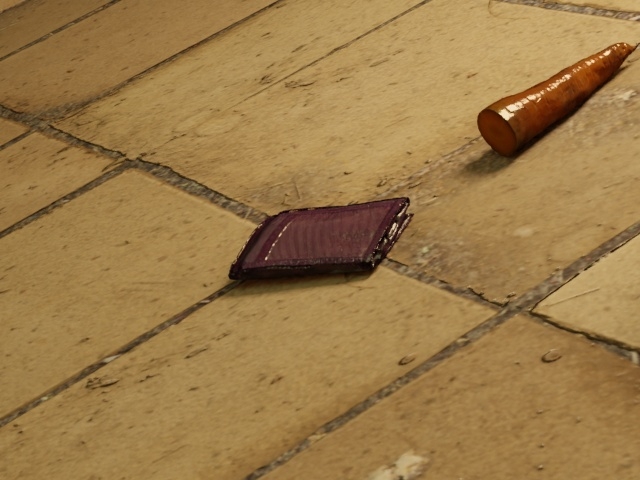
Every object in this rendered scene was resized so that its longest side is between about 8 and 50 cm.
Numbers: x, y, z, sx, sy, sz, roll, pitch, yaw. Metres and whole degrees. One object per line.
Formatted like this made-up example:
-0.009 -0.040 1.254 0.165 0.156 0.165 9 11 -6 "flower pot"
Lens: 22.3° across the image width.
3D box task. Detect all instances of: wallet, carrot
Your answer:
-0.001 -0.001 1.595 0.166 0.030 0.111 -6 27 30 "wallet"
0.254 -0.159 1.702 0.224 0.057 0.057 -33 26 -32 "carrot"
